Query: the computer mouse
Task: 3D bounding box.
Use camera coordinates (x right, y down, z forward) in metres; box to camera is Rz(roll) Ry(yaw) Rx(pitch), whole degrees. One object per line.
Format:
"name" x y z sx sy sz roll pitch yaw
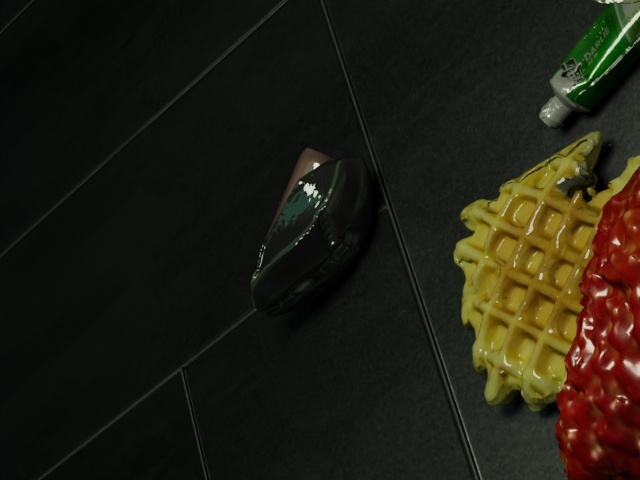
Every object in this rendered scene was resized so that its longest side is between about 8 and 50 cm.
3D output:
"computer mouse" 0.000 0.000 1.922 0.062 0.106 0.192 33 93 35

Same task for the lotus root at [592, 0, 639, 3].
"lotus root" 0.256 -0.280 1.454 0.203 0.078 0.183 -42 63 40

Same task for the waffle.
"waffle" 0.230 0.030 1.711 0.261 0.056 0.250 -30 55 32

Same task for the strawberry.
"strawberry" 0.334 0.084 1.467 0.292 0.292 0.343 38 126 47

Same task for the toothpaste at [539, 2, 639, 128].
"toothpaste" 0.291 -0.205 1.750 0.248 0.047 0.078 -50 47 17

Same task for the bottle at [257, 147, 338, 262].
"bottle" -0.020 -0.027 1.990 0.053 0.053 0.140 24 92 48
